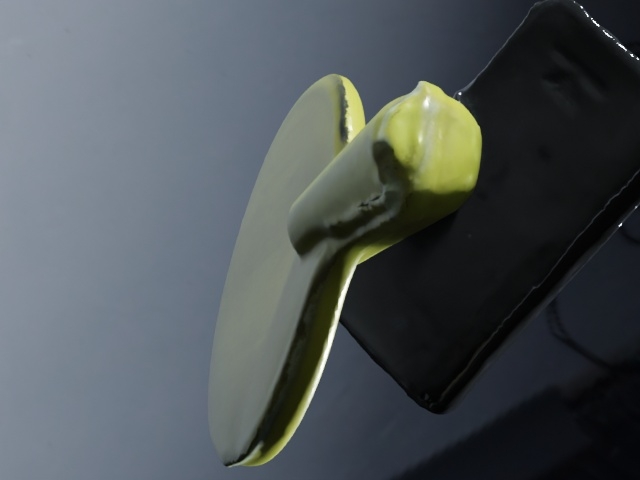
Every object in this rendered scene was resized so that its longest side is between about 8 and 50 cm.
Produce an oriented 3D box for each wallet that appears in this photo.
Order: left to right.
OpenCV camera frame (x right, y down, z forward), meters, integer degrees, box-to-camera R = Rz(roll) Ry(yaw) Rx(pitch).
[{"bbox_3d":[0.162,-0.034,1.529,0.377,0.197,0.051,-49,162,19],"label":"wallet"}]

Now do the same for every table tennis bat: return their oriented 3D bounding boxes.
[{"bbox_3d":[0.000,0.000,0.895,0.054,0.369,0.224,14,71,-13],"label":"table tennis bat"}]
